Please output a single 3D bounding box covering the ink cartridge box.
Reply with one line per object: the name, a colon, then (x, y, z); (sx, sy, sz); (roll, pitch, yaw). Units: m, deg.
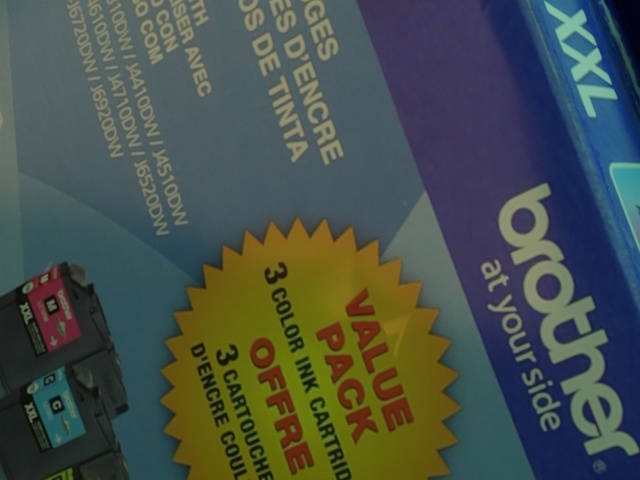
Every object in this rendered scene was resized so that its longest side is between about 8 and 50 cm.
ink cartridge box: (0.000, 0.000, 0.596); (0.395, 0.151, 0.270); (-27, 75, 28)
